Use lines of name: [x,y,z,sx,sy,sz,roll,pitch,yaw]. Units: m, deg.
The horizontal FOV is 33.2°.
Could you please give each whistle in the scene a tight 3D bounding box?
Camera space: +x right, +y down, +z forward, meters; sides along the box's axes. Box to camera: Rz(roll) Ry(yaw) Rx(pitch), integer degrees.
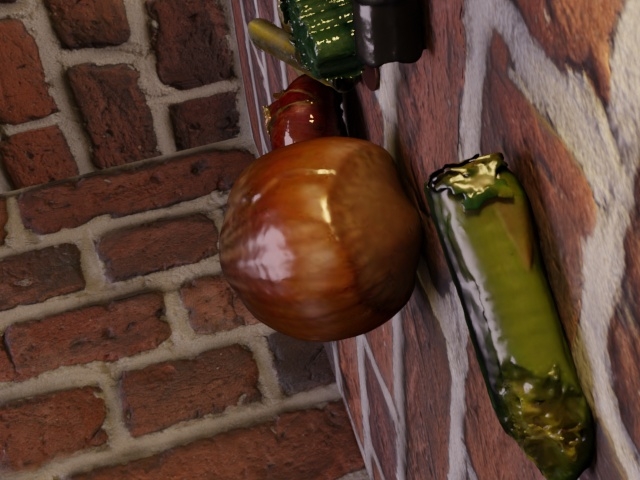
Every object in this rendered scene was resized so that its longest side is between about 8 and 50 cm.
whistle: [-0.040,-0.352,2.040,0.326,0.057,0.068,36,170,48]

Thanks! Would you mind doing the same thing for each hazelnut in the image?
hazelnut: [0.000,0.000,1.803,0.315,0.372,0.372,-17,-87,-69]

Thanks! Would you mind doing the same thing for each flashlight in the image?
flashlight: [0.075,-0.424,1.357,0.103,0.103,0.424,-115,15,-56]

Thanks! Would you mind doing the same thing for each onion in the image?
onion: [-0.022,-0.211,2.091,0.248,0.161,0.248,-15,-73,-63]

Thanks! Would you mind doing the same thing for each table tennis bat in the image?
table tennis bat: [0.075,-0.308,1.849,0.158,0.014,0.095,-131,27,-70]

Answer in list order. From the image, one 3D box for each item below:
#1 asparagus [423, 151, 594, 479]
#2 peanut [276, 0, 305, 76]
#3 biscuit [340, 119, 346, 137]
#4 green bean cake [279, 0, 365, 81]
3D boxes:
asparagus: [0.217,0.093,1.187,0.128,0.108,0.382,137,117,-80]
peanut: [-0.027,-0.411,2.140,0.098,0.090,0.214,8,125,34]
biscuit: [0.017,-0.201,2.385,0.359,0.046,0.359,165,90,-83]
green bean cake: [0.006,-0.352,1.823,0.193,0.107,0.208,93,158,-65]
